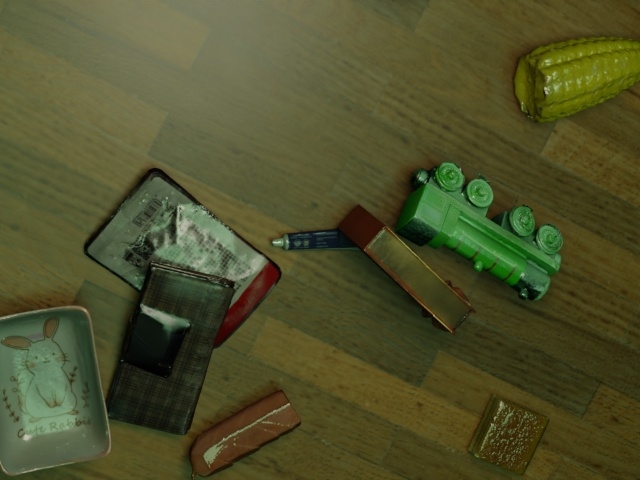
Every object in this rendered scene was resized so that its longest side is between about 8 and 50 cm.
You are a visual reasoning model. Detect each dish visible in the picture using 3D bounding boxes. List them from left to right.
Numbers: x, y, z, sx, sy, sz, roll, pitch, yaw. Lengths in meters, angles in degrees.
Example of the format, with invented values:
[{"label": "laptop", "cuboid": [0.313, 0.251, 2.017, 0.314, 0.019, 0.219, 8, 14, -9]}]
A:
[{"label": "dish", "cuboid": [-0.365, 0.191, 1.907, 0.151, 0.077, 0.213, -10, 101, -10]}]

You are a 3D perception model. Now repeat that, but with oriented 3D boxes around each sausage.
[{"label": "sausage", "cuboid": [-0.112, 0.271, 1.989, 0.169, 0.065, 0.065, -29, 105, -8]}]

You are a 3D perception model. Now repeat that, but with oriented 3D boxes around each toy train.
[{"label": "toy train", "cuboid": [0.223, -0.009, 1.989, 0.251, 0.085, 0.119, 31, 58, -13]}]

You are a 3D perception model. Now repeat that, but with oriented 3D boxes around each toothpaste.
[{"label": "toothpaste", "cuboid": [0.000, 0.000, 1.990, 0.139, 0.021, 0.037, -3, 100, -17]}]

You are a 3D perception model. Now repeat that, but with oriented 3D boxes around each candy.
[{"label": "candy", "cuboid": [0.372, -0.234, 2.004, 0.198, 0.094, 0.106, -17, 138, -15]}]

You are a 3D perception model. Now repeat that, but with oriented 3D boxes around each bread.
[{"label": "bread", "cuboid": [0.273, 0.282, 2.095, 0.090, 0.035, 0.094, 24, 93, -16]}]

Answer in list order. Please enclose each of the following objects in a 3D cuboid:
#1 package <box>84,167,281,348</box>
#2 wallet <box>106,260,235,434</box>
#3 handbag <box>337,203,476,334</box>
[{"label": "package", "cuboid": [-0.183, 0.029, 1.945, 0.239, 0.030, 0.154, 40, 95, -16]}, {"label": "wallet", "cuboid": [-0.204, 0.146, 1.940, 0.124, 0.042, 0.230, 14, 109, -15]}, {"label": "handbag", "cuboid": [0.118, 0.040, 1.962, 0.063, 0.127, 0.190, -47, 111, 0]}]
